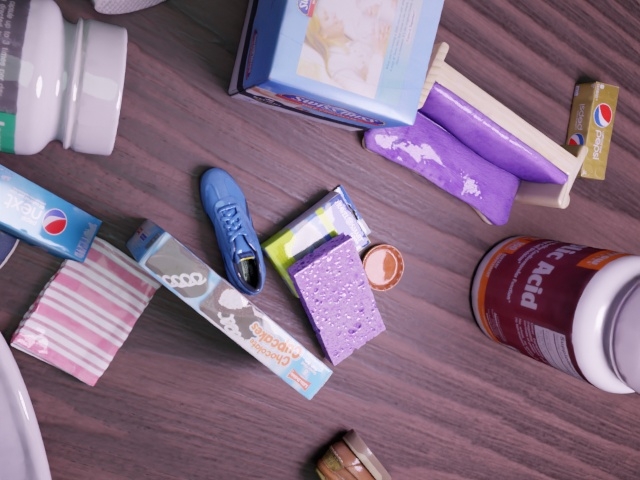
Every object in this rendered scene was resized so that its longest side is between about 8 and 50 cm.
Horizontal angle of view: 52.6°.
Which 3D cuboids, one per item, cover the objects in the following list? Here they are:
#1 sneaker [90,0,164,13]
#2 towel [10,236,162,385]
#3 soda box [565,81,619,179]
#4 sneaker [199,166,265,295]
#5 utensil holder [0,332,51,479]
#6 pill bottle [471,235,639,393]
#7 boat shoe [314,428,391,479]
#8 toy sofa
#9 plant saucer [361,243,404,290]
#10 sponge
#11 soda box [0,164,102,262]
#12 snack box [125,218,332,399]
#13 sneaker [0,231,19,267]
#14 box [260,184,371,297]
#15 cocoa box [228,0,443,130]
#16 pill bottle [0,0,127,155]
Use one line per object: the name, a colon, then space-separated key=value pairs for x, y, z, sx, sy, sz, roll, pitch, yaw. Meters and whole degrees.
sneaker: x=-0.230 y=-0.443 z=0.915 sx=0.282 sy=0.102 sz=0.161 roll=-36 pitch=96 yaw=-15
towel: x=-0.345 y=0.104 z=0.968 sx=0.144 sy=0.029 sz=0.197 roll=35 pitch=84 yaw=-23
soda box: x=0.523 y=-0.211 z=1.258 sx=0.061 sy=0.058 sz=0.182 roll=5 pitch=96 yaw=-23
sneaker: x=-0.131 y=-0.014 z=1.011 sx=0.069 sy=0.082 sz=0.210 roll=-20 pitch=103 yaw=-16
utensil holder: x=-0.552 y=0.297 z=0.752 sx=0.385 sy=0.327 sz=0.328 roll=-18 pitch=104 yaw=-18
pill bottle: x=0.455 y=0.122 z=1.095 sx=0.223 sy=0.392 sz=0.224 roll=-3 pitch=98 yaw=-22
boat shoe: x=0.103 y=0.483 z=1.167 sx=0.104 sy=0.110 sz=0.307 roll=-38 pitch=99 yaw=-9
toy sofa: x=0.263 y=-0.163 z=1.111 sx=0.362 sy=0.150 sz=0.177 roll=28 pitch=85 yaw=-23
plant saucer: x=0.109 y=0.048 z=1.151 sx=0.083 sy=0.013 sz=0.084 roll=-3 pitch=99 yaw=-21
sponge: x=0.031 y=0.101 z=1.087 sx=0.117 sy=0.031 sz=0.210 roll=-32 pitch=124 yaw=-16
soda box: x=-0.399 y=-0.043 z=0.851 sx=0.210 sy=0.071 sz=0.067 roll=39 pitch=64 yaw=-49
snack box: x=-0.140 y=0.099 z=0.964 sx=0.322 sy=0.187 sz=0.060 roll=43 pitch=81 yaw=-21
sneaker: x=-0.543 y=0.055 z=0.812 sx=0.350 sy=0.148 sz=0.131 roll=-35 pitch=108 yaw=-19
box: x=0.000 y=0.000 z=1.086 sx=0.178 sy=0.042 sz=0.109 roll=-37 pitch=109 yaw=-12
cocoa box: x=0.032 y=-0.357 z=0.948 sx=0.231 sy=0.228 sz=0.347 roll=12 pitch=92 yaw=-23
pill bottle: x=-0.434 y=-0.218 z=0.794 sx=0.360 sy=0.204 sz=0.204 roll=7 pitch=95 yaw=-22
